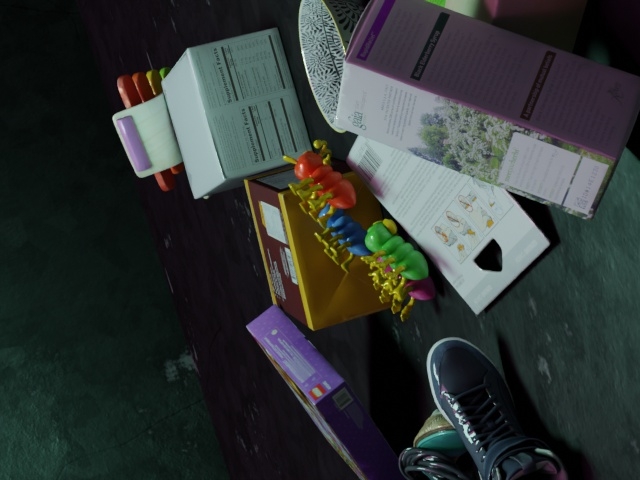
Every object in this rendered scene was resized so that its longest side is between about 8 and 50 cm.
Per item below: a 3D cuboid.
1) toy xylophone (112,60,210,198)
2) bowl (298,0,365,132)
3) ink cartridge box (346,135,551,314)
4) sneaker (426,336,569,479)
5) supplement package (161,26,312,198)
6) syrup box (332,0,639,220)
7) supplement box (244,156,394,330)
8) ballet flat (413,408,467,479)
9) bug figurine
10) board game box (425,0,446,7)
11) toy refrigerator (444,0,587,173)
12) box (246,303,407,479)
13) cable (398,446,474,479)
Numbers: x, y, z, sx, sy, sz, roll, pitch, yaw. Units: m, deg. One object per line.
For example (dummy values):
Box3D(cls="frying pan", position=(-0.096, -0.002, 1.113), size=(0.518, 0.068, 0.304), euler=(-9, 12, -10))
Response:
Box3D(cls="toy xylophone", position=(-0.232, -0.191, 2.533), size=(0.236, 0.081, 0.323), euler=(71, -158, -9))
Box3D(cls="bowl", position=(0.041, -0.219, 1.770), size=(0.170, 0.080, 0.170), euler=(163, 90, -75))
Box3D(cls="ink cartridge box", position=(0.145, -0.061, 1.605), size=(0.239, 0.060, 0.275), euler=(49, 161, 7))
Box3D(cls="sneaker", position=(0.193, 0.205, 1.617), size=(0.226, 0.086, 0.163), euler=(63, 175, 3))
Box3D(cls="supplement package", position=(-0.133, -0.189, 2.299), size=(0.262, 0.145, 0.204), euler=(162, 92, -75))
Box3D(cls="syrup box", position=(0.137, -0.114, 1.237), size=(0.093, 0.237, 0.096), euler=(99, -165, -58))
Box3D(cls="supplement box", position=(0.000, 0.000, 2.043), size=(0.194, 0.129, 0.191), euler=(-154, 49, -70))
Box3D(cls="ballet flat", position=(0.150, 0.250, 1.889), size=(0.206, 0.073, 0.067), euler=(109, 170, -60))
Box3D(cls="bug figurine", position=(0.051, -0.008, 1.799), size=(0.216, 0.072, 0.279), euler=(43, 174, 17))
Box3D(cls="board game box", position=(0.124, -0.261, 1.500), size=(0.181, 0.043, 0.092), euler=(118, 133, -69))
Box3D(cls="toy refrigerator", position=(0.169, -0.186, 1.330), size=(0.269, 0.094, 0.102), euler=(97, 160, -54))
Box3D(cls="box", position=(0.020, 0.242, 2.115), size=(0.201, 0.057, 0.293), euler=(45, 170, 47))
Box3D(cls="cable", position=(0.172, 0.323, 1.846), size=(0.184, 0.047, 0.150), euler=(41, 167, 17))
